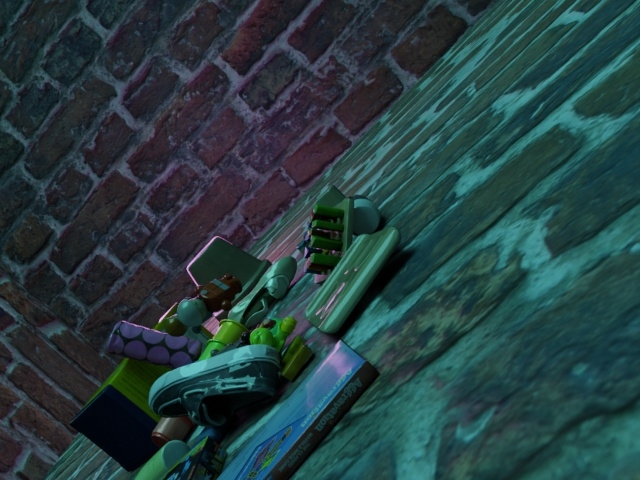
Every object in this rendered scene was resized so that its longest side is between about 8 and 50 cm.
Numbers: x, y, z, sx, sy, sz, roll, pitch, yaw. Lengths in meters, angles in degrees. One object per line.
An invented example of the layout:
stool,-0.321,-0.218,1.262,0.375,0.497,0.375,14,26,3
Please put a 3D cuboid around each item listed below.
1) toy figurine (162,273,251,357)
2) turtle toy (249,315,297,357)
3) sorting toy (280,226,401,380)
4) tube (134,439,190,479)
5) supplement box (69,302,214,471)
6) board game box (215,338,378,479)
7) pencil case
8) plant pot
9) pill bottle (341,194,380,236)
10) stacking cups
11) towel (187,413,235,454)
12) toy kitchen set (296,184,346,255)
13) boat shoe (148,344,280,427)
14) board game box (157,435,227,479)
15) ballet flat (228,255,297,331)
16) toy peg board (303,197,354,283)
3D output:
toy figurine,-0.218,0.198,1.239,0.148,0.213,0.209,-36,2,-36
turtle toy,-0.093,0.181,1.094,0.130,0.066,0.095,15,-80,-87
sorting toy,0.030,0.112,1.065,0.307,0.041,0.229,-54,7,-7
tube,-0.325,0.455,1.129,0.070,0.062,0.240,1,-35,-42
supplement box,-0.427,0.367,1.519,0.195,0.194,0.357,-41,10,32
board game box,-0.042,0.257,0.785,0.281,0.027,0.145,-48,8,-6
pencil case,-0.388,0.256,1.390,0.098,0.209,0.095,126,162,-76
plant pot,-0.307,0.115,1.936,0.263,0.229,0.263,-45,11,11
pill bottle,0.088,-0.056,1.332,0.086,0.086,0.152,-46,9,4
stacking cups,-0.261,0.327,1.331,0.096,0.096,0.316,-36,19,47
towel,-0.200,0.354,1.070,0.067,0.029,0.119,-38,13,40
toy kitchen set,0.017,-0.063,1.565,0.207,0.122,0.166,-41,11,31
boat shoe,-0.196,0.280,1.048,0.301,0.108,0.102,-24,48,25
board game box,-0.233,0.410,0.926,0.170,0.048,0.141,-44,9,17
ballet flat,-0.142,0.150,1.568,0.248,0.086,0.086,-48,9,2
toy peg board,0.000,0.000,1.278,0.160,0.079,0.161,153,124,-63
